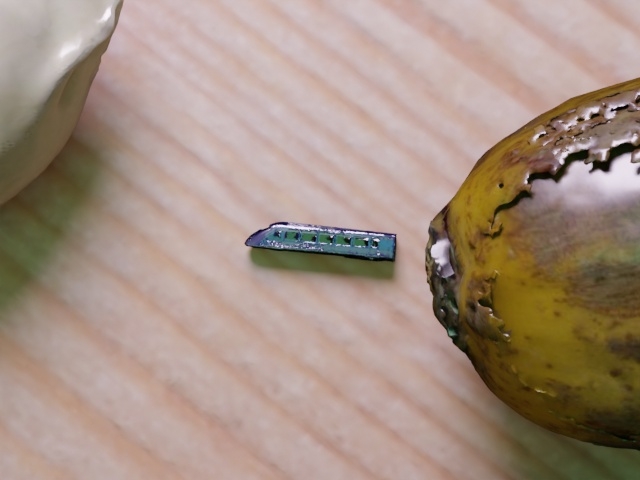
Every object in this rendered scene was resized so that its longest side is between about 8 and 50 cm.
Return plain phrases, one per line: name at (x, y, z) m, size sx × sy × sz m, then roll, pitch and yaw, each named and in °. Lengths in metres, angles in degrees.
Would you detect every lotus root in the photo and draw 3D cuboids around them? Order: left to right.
lotus root at (0.251, -0.004, 0.752) m, size 0.397 × 0.179 × 0.196 m, roll -11°, pitch 104°, yaw 8°

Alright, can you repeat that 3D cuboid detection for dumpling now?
dumpling at (-0.209, -0.089, 0.809) m, size 0.250 × 0.132 × 0.162 m, roll -41°, pitch 95°, yaw 17°

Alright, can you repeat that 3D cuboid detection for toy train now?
toy train at (0.000, 0.000, 0.843) m, size 0.083 × 0.017 × 0.017 m, roll 6°, pitch 86°, yaw 4°
